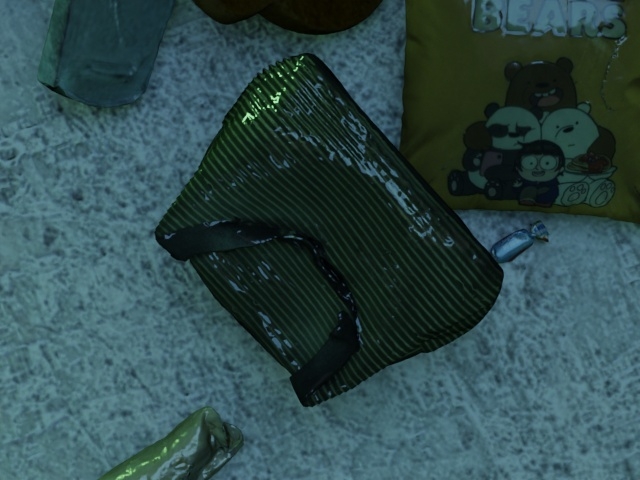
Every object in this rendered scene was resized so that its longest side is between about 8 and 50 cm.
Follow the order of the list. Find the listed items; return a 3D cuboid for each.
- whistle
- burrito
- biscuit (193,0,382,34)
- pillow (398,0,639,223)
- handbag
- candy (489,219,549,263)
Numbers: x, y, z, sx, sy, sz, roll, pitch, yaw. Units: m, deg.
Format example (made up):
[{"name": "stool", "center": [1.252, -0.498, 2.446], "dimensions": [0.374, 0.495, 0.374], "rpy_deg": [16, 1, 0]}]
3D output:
[{"name": "whistle", "center": [-0.207, -0.349, 1.858], "dimensions": [0.168, 0.188, 0.404], "rpy_deg": [1, 80, -49]}, {"name": "burrito", "center": [-0.179, 0.254, 1.820], "dimensions": [0.226, 0.060, 0.087], "rpy_deg": [-38, 88, -11]}, {"name": "biscuit", "center": [-0.050, -0.361, 1.860], "dimensions": [0.367, 0.063, 0.314], "rpy_deg": [39, 68, -39]}, {"name": "pillow", "center": [0.227, -0.163, 1.878], "dimensions": [0.310, 0.119, 0.312], "rpy_deg": [5, 107, 3]}, {"name": "handbag", "center": [0.000, 0.000, 1.791], "dimensions": [0.240, 0.247, 0.340], "rpy_deg": [-43, 91, 1]}, {"name": "candy", "center": [0.211, 0.007, 1.930], "dimensions": [0.083, 0.020, 0.030], "rpy_deg": [-32, 81, -10]}]
